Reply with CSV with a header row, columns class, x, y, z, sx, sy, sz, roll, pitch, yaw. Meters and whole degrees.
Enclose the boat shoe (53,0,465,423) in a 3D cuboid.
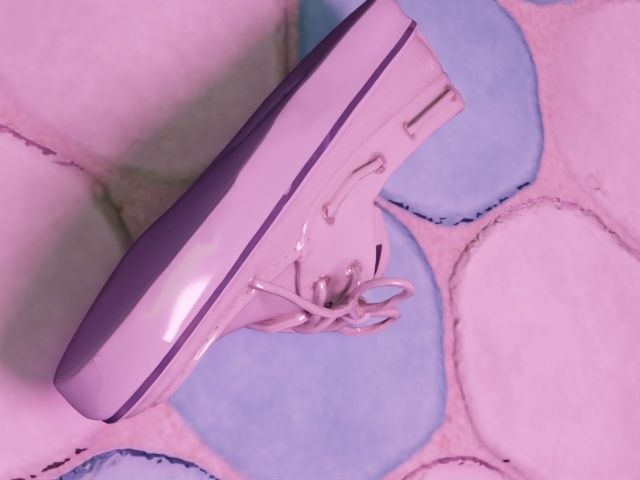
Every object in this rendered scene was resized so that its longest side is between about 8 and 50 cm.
class,x,y,z,sx,sy,sz,roll,pitch,yaw
boat shoe,-0.004,0.002,0.745,0.156,0.136,0.367,45,47,-11
